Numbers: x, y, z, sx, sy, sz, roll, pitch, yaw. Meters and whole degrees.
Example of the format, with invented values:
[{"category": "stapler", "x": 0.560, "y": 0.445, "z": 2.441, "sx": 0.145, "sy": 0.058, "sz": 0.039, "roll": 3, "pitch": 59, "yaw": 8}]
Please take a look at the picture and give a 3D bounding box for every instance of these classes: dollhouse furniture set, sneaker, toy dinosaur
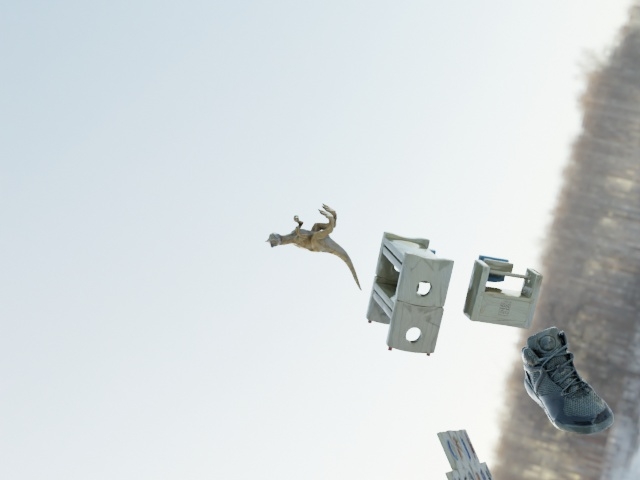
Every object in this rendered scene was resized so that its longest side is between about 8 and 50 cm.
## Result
[{"category": "dollhouse furniture set", "x": 0.172, "y": 0.078, "z": 1.430, "sx": 0.129, "sy": 0.183, "sz": 0.129, "roll": -127, "pitch": 47, "yaw": -73}, {"category": "sneaker", "x": 0.395, "y": 0.228, "z": 1.778, "sx": 0.227, "sy": 0.087, "sz": 0.130, "roll": -127, "pitch": 17, "yaw": -66}, {"category": "toy dinosaur", "x": 0.000, "y": 0.000, "z": 1.884, "sx": 0.112, "sy": 0.211, "sz": 0.064, "roll": -63, "pitch": 29, "yaw": 17}]

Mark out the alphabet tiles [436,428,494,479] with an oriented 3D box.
[{"category": "alphabet tiles", "x": 0.249, "y": 0.412, "z": 1.587, "sx": 0.285, "sy": 0.011, "sz": 0.342, "roll": 67, "pitch": -168, "yaw": 15}]
